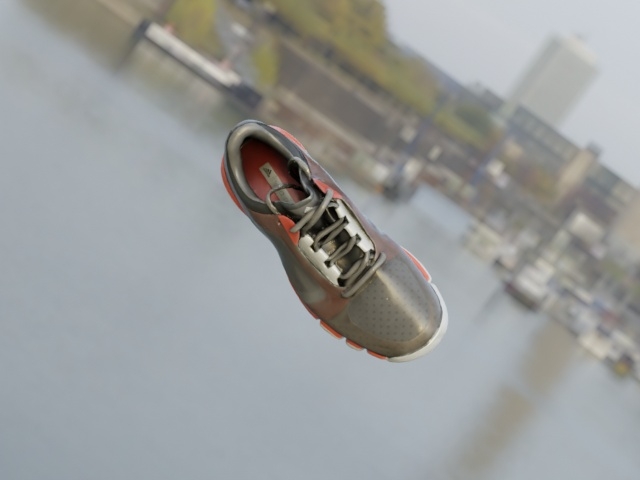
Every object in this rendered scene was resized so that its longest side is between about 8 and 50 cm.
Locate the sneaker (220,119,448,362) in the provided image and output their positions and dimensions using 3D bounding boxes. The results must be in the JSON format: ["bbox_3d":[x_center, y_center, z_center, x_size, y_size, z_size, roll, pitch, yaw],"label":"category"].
[{"bbox_3d":[0.000,0.000,0.999,0.158,0.061,0.065,45,-3,13],"label":"sneaker"}]
